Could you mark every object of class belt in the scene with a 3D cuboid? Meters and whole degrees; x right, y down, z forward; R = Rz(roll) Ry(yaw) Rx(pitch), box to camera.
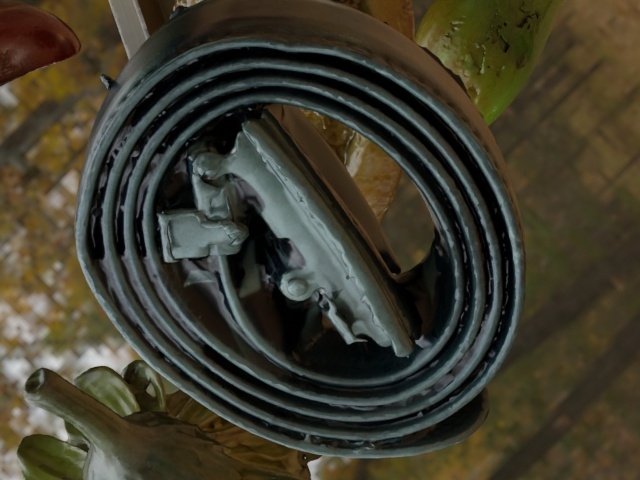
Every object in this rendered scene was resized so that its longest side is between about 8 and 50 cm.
[{"bbox_3d":[0.000,0.000,0.893,0.267,0.206,0.116,42,-165,-19],"label":"belt"}]

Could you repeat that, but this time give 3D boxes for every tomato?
[{"bbox_3d":[-0.355,-0.217,1.939,0.082,0.166,0.174,70,168,-15],"label":"tomato"}]

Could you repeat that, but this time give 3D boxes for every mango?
[{"bbox_3d":[0.162,-0.202,1.664,0.111,0.233,0.125,34,175,11],"label":"mango"}]

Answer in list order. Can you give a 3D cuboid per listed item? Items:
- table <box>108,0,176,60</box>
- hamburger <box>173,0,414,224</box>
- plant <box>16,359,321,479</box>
[{"bbox_3d":[-0.223,-0.331,2.363,0.167,0.167,0.227,-119,11,-67],"label":"table"},{"bbox_3d":[-0.029,-0.173,1.908,0.268,0.446,0.287,5,-172,-9],"label":"hamburger"},{"bbox_3d":[-0.127,0.176,1.406,0.261,0.305,0.297,-53,-51,-57],"label":"plant"}]
